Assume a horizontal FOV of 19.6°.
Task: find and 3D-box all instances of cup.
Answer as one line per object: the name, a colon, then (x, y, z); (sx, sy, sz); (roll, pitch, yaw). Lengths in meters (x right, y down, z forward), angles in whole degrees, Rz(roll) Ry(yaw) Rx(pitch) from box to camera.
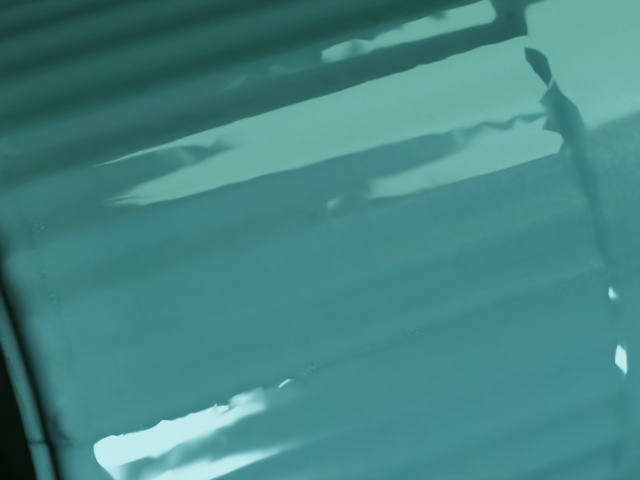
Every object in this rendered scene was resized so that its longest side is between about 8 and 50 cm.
cup: (0.001, -0.015, 0.673); (0.311, 0.257, 0.331); (-17, 40, -22)
